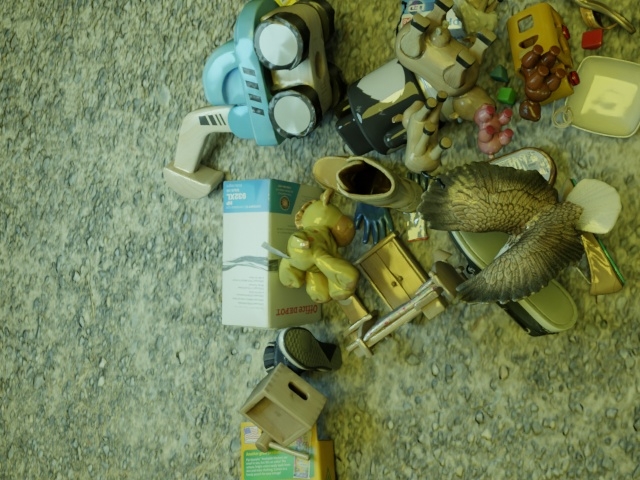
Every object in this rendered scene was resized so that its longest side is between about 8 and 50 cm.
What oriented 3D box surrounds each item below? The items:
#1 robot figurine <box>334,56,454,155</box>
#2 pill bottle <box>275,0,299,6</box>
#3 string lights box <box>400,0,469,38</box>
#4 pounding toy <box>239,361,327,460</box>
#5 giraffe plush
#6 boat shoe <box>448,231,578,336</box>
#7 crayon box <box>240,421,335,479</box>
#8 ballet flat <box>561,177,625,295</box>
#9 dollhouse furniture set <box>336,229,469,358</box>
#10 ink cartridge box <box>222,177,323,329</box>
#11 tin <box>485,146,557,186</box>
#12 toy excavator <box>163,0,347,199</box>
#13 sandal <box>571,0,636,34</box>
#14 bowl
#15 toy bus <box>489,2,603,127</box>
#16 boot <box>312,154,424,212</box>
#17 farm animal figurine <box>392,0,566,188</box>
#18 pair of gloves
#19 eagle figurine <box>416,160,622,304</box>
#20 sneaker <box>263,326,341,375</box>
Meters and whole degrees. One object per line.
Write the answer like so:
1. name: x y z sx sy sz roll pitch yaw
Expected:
1. robot figurine: 0.165 -0.287 1.331 0.278 0.173 0.209 -25 78 22
2. pill bottle: -0.101 -0.491 1.492 0.215 0.117 0.117 -35 75 20
3. string lights box: 0.245 -0.556 1.358 0.133 0.077 0.260 1 89 23
4. pounding toy: -0.074 0.380 1.384 0.181 0.094 0.206 39 135 -3
5. giraffe plush: 0.000 0.000 1.286 0.181 0.210 0.170 -19 38 47
6. boat shoe: 0.348 0.053 1.274 0.340 0.113 0.127 45 61 11
7. crayon box: -0.070 0.563 1.434 0.203 0.083 0.323 -12 70 24
8. ballet flat: 0.494 -0.004 1.223 0.073 0.080 0.232 -26 77 22
9. dollhouse furniture set: 0.101 0.106 1.236 0.303 0.355 0.174 -39 82 20
10. ink cartridge box: -0.100 0.030 1.414 0.129 0.223 0.307 0 88 29
11. tin: 0.379 -0.121 1.305 0.189 0.040 0.106 -21 75 23
12. toy excavator: -0.180 -0.305 1.447 0.445 0.222 0.433 2 121 21
13. sandal: 0.519 -0.434 1.236 0.180 0.072 0.049 38 119 22
14. bowl: 0.545 -0.266 1.223 0.142 0.053 0.142 21 96 24
15. toy bus: 0.415 -0.343 1.222 0.202 0.104 0.191 40 107 42
16. boot: 0.067 -0.130 1.333 0.262 0.203 0.095 23 97 25
17. farm animal figurine: 0.235 -0.273 1.143 0.330 0.172 0.327 -27 76 -19
18. pair of gloves: 0.163 -0.072 1.409 0.198 0.023 0.159 -4 87 25
19. eagle figurine: 0.345 -0.011 1.115 0.226 0.298 0.225 23 107 49
20. sneaker: -0.076 0.245 1.402 0.163 0.226 0.086 -7 65 28
